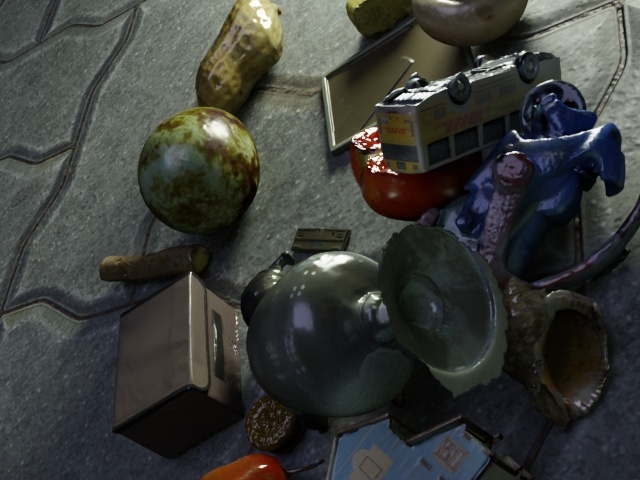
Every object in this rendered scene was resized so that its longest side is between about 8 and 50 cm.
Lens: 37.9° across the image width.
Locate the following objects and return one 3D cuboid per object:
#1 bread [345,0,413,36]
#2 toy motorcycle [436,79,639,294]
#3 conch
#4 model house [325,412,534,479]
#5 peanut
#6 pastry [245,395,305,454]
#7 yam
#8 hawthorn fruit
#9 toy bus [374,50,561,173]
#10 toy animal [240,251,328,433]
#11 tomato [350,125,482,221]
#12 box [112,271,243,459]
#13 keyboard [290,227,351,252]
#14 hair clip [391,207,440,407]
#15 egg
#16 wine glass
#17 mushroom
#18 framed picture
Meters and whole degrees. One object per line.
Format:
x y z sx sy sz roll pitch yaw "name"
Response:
0.128 -0.487 1.884 0.156 0.086 0.125 -28 38 21 "bread"
0.328 -0.052 1.334 0.319 0.241 0.182 -55 -1 4 "toy motorcycle"
0.298 0.140 1.213 0.155 0.130 0.207 -29 70 28 "conch"
0.114 0.328 1.196 0.206 0.178 0.271 35 89 44 "model house"
-0.170 -0.410 2.053 0.159 0.143 0.291 13 72 58 "peanut"
-0.071 0.293 1.493 0.097 0.057 0.109 -24 48 20 "pastry"
-0.350 0.052 1.928 0.299 0.066 0.066 -8 55 38 "yam"
-0.094 0.381 1.389 0.203 0.163 0.162 -37 36 -19 "hawthorn fruit"
0.234 -0.200 1.402 0.342 0.138 0.097 -21 18 -37 "toy bus"
-0.023 0.147 1.511 0.168 0.106 0.343 -38 39 2 "toy animal"
0.155 -0.098 1.501 0.200 0.140 0.233 -6 29 -6 "tomato"
-0.247 0.222 1.634 0.188 0.153 0.252 -31 43 19 "box"
0.000 0.000 1.683 0.129 0.015 0.049 2 67 43 "keyboard"
0.123 0.098 1.407 0.069 0.173 0.300 13 75 4 "hair clip"
-0.234 -0.144 1.841 0.238 0.238 0.289 -23 26 28 "egg"
0.055 0.117 1.228 0.323 0.238 0.238 -27 43 51 "wine glass"
0.262 -0.438 1.637 0.206 0.209 0.206 -2 77 9 "mushroom"
0.141 -0.320 1.792 0.324 0.020 0.240 -30 44 23 "framed picture"
